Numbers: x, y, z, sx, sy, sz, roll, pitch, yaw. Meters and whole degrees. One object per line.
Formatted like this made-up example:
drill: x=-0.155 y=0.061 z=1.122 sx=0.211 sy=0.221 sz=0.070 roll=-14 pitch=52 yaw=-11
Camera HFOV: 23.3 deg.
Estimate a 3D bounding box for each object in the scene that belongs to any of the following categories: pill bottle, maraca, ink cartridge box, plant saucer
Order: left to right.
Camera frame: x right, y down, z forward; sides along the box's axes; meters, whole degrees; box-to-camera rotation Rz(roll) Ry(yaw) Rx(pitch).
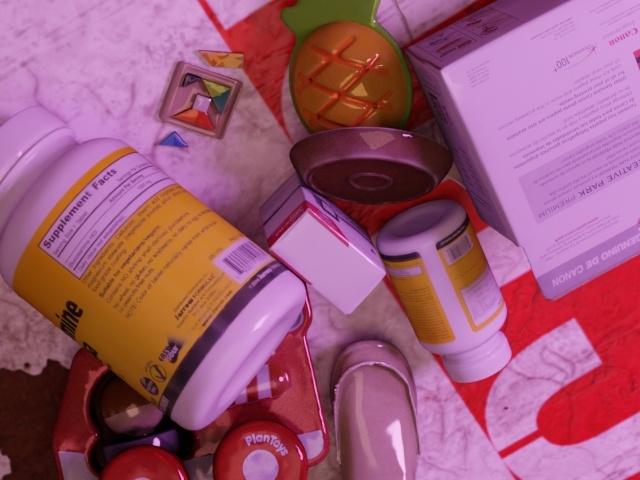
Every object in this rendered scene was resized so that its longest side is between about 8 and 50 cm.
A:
pill bottle: x=-0.195 y=0.020 z=1.547 sx=0.334 sy=0.188 sz=0.188 roll=38 pitch=105 yaw=8
ink cartridge box: x=0.000 y=0.000 z=1.608 sx=0.109 sy=0.150 sz=0.063 roll=39 pitch=100 yaw=-16
maraca: x=0.025 y=-0.176 z=1.571 sx=0.127 sy=0.099 sz=0.186 roll=-11 pitch=103 yaw=14
plant saucer: x=0.051 y=-0.071 z=1.585 sx=0.168 sy=0.168 sz=0.029 roll=6 pitch=72 yaw=-5
pill bottle: x=0.138 y=0.056 z=1.661 sx=0.103 sy=0.103 sz=0.184 roll=-23 pitch=110 yaw=5
ink cartridge box: x=0.285 y=-0.133 z=1.558 sx=0.309 sy=0.130 sz=0.272 roll=-27 pitch=110 yaw=-4

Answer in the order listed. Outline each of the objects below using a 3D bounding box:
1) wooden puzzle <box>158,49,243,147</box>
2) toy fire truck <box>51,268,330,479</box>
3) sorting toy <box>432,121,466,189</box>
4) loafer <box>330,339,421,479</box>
wooden puzzle: x=-0.125 y=-0.146 z=1.618 sx=0.078 sy=0.014 sz=0.116 roll=13 pitch=110 yaw=-8
toy fire truck: x=-0.142 y=0.176 z=1.678 sx=0.302 sy=0.169 sz=0.254 roll=-12 pitch=87 yaw=1
sorting toy: x=0.153 y=-0.095 z=1.640 sx=0.075 sy=0.045 sz=0.083 roll=10 pitch=103 yaw=3
loafer: x=0.068 y=0.239 z=1.731 sx=0.101 sy=0.092 sz=0.269 roll=-8 pitch=113 yaw=-4
